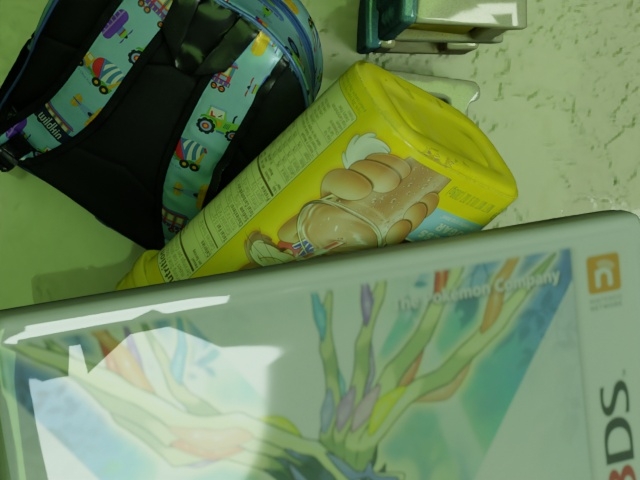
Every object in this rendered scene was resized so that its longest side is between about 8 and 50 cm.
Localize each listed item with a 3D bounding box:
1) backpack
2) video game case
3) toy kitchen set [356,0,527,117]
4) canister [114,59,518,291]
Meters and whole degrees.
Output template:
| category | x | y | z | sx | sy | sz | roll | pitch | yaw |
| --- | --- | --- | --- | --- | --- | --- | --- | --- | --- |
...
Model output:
| category | x | y | z | sx | sy | sz | roll | pitch | yaw |
| --- | --- | --- | --- | --- | --- | --- | --- | --- | --- |
| backpack | -0.073 | -0.084 | 0.878 | 0.158 | 0.173 | 0.117 | 33 | 45 | -3 |
| video game case | 0.021 | 0.155 | 0.784 | 0.329 | 0.036 | 0.300 | -9 | 97 | -25 |
| toy kitchen set | 0.034 | -0.044 | 0.906 | 0.122 | 0.166 | 0.207 | 0 | 90 | -6 |
| canister | 0.000 | 0.000 | 0.836 | 0.170 | 0.126 | 0.073 | -43 | 55 | 20 |
